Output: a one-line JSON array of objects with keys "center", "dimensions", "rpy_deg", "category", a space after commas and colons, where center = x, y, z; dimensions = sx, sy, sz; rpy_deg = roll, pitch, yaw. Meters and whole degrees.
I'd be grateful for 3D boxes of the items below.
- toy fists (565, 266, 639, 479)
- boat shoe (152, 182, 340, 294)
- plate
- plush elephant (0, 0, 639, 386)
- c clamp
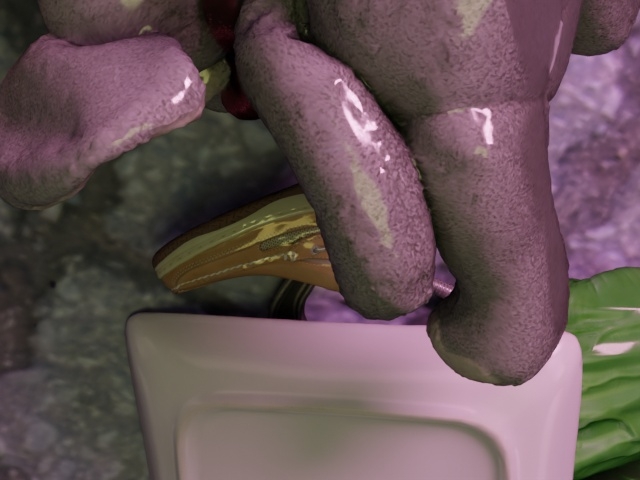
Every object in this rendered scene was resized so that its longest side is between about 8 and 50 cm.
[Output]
[{"center": [0.195, 0.147, 0.758], "dimensions": [0.142, 0.096, 0.279], "rpy_deg": [-12, 115, -12], "category": "toy fists"}, {"center": [0.000, 0.000, 0.655], "dimensions": [0.190, 0.068, 0.072], "rpy_deg": [-22, 93, 0], "category": "boat shoe"}, {"center": [0.018, 0.180, 0.715], "dimensions": [0.277, 0.045, 0.278], "rpy_deg": [2, 115, 10], "category": "plate"}, {"center": [-0.017, -0.110, 0.530], "dimensions": [0.330, 0.255, 0.272], "rpy_deg": [45, 57, -56], "category": "plush elephant"}, {"center": [0.053, 0.039, 0.723], "dimensions": [0.160, 0.022, 0.137], "rpy_deg": [19, 114, -20], "category": "c clamp"}]
